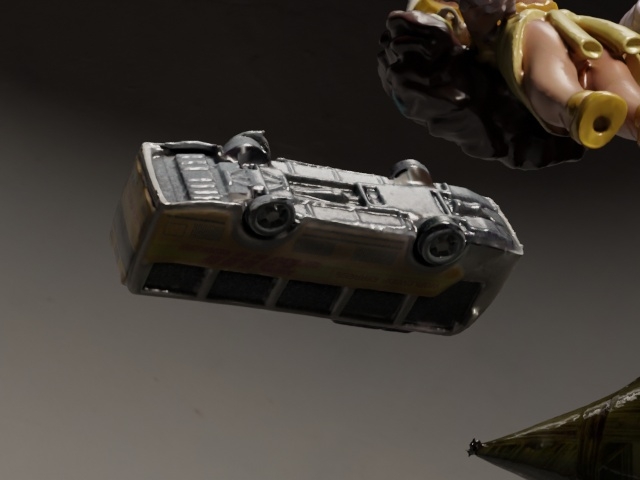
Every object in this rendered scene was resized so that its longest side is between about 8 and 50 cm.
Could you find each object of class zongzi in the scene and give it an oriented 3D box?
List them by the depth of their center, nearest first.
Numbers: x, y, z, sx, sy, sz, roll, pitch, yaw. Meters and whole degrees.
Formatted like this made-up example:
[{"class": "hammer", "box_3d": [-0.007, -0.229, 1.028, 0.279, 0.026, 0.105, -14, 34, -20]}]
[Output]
[{"class": "zongzi", "box_3d": [0.277, 0.138, 1.318, 0.242, 0.112, 0.221, 21, 72, 14]}]

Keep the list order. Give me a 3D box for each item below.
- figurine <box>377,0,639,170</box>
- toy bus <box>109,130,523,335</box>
[{"class": "figurine", "box_3d": [0.112, -0.095, 0.801, 0.174, 0.240, 0.116, 12, 93, -20]}, {"class": "toy bus", "box_3d": [0.000, 0.000, 1.286, 0.342, 0.097, 0.138, 10, 123, -27]}]
